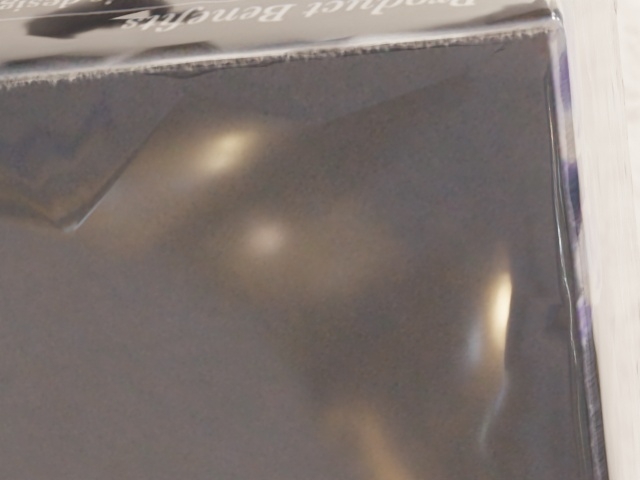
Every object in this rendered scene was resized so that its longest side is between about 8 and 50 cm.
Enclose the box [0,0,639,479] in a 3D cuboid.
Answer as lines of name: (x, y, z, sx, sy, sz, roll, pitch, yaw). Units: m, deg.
box: (0.000, 0.000, 0.651, 0.395, 0.212, 0.294, -73, 156, -61)
